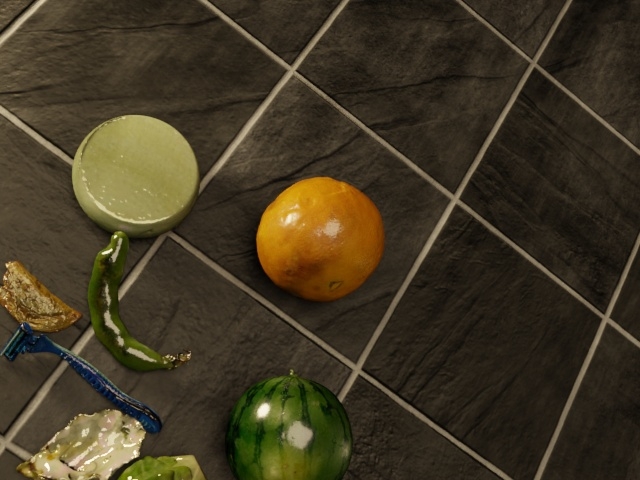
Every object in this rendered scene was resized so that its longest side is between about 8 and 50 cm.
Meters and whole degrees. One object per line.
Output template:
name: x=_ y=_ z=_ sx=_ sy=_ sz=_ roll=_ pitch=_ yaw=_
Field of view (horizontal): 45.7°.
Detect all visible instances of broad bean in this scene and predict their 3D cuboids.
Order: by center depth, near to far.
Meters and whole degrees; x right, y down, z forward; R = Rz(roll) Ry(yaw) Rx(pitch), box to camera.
broad bean: x=-0.372 y=0.135 z=1.458 sx=0.144 sy=0.049 sz=0.291 roll=-27 pitch=93 yaw=-6

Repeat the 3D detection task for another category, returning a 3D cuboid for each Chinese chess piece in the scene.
Chinese chess piece: x=-0.367 y=-0.127 z=1.522 sx=0.251 sy=0.101 sz=0.250 roll=6 pitch=73 yaw=-20

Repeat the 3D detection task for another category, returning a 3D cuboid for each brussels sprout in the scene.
brussels sprout: x=-0.284 y=0.473 z=1.368 sx=0.181 sy=0.143 sz=0.161 roll=-17 pitch=47 yaw=-13

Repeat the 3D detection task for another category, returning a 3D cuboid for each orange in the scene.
orange: x=0.000 y=0.000 z=1.549 sx=0.261 sy=0.261 sz=0.260 roll=6 pitch=73 yaw=-20

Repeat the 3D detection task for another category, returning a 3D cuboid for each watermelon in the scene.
watermelon: x=-0.059 y=0.373 z=1.429 sx=0.243 sy=0.242 sz=0.242 roll=6 pitch=73 yaw=-20

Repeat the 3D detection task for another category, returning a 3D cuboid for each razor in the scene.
razor: x=-0.428 y=0.259 z=1.419 sx=0.324 sy=0.093 sz=0.056 roll=36 pitch=30 yaw=-13

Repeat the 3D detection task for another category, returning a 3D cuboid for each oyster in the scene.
oyster: x=-0.420 y=0.388 z=1.373 sx=0.133 sy=0.072 sz=0.209 roll=44 pitch=54 yaw=11

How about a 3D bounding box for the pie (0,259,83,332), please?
pie: x=-0.539 y=0.115 z=1.424 sx=0.170 sy=0.034 sz=0.092 roll=47 pitch=62 yaw=-10
